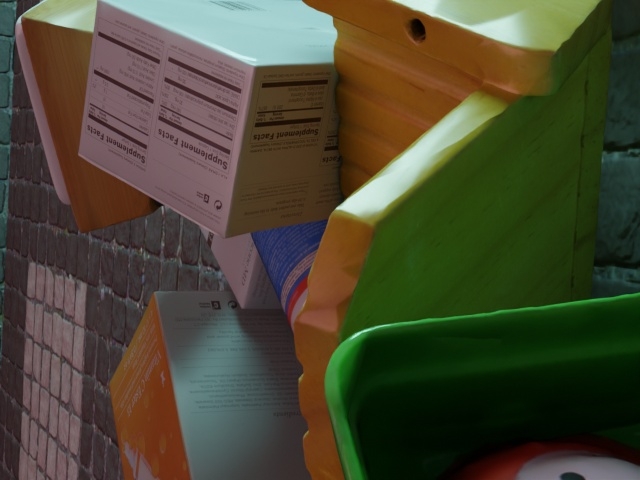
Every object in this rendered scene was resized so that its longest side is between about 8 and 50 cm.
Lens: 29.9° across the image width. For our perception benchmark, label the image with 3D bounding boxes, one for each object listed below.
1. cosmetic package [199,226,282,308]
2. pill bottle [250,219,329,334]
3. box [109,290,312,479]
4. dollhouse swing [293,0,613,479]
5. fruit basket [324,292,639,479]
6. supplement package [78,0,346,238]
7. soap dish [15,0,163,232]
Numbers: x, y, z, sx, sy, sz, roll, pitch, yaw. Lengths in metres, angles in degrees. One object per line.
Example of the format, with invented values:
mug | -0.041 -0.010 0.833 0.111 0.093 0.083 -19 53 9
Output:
cosmetic package | -0.079 -0.032 1.387 0.231 0.085 0.117 -122 41 -51
pill bottle | 0.000 0.000 1.176 0.221 0.124 0.124 63 142 43
box | -0.108 0.255 1.332 0.215 0.168 0.345 -58 40 46
dollhouse swing | 0.021 0.015 0.791 0.315 0.305 0.346 31 137 40
fruit basket | 0.205 0.127 0.470 0.392 0.392 0.283 -55 41 48
supplement package | -0.042 -0.118 1.051 0.204 0.262 0.145 28 115 37
soap dish | -0.158 -0.171 1.198 0.118 0.291 0.229 11 127 27
